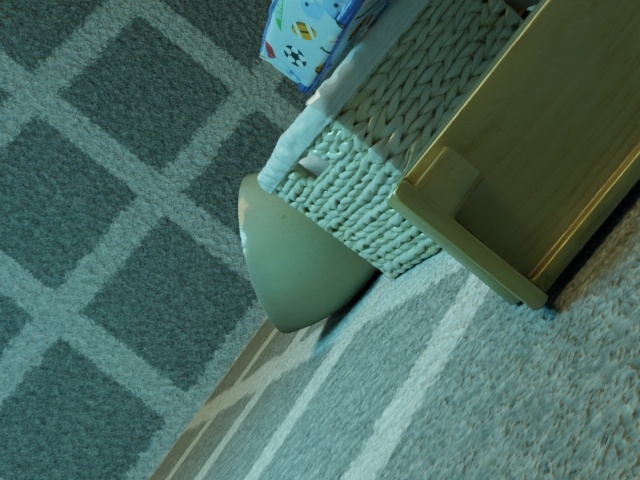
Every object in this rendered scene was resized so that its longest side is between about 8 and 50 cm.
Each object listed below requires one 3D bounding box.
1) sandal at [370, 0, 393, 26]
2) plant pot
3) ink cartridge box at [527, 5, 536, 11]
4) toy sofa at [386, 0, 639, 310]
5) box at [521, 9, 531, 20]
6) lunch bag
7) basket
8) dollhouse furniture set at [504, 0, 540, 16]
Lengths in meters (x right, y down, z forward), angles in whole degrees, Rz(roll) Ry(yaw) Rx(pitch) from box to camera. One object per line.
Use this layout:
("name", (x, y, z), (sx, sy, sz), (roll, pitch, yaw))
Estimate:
("sandal", (0.250, -0.387, 1.591), (0.445, 0.107, 0.167), (-18, 6, -22))
("plant pot", (0.000, 0.000, 1.628), (0.190, 0.284, 0.284), (-14, 14, 13))
("ink cartridge box", (0.321, -0.500, 2.086), (0.197, 0.270, 0.198), (-50, 4, 9))
("toy sofa", (0.221, -0.128, 0.781), (0.363, 0.150, 0.177), (-51, -1, 5))
("box", (0.258, -0.235, 1.703), (0.395, 0.097, 0.318), (-50, 6, 14))
("lunch bag", (0.043, -0.341, 1.233), (0.243, 0.115, 0.303), (-50, 3, -25))
("basket", (0.129, -0.168, 1.350), (0.331, 0.266, 0.328), (-54, 5, -22))
("dollhouse furniture set", (0.354, -0.414, 1.360), (0.303, 0.174, 0.355), (-52, 30, -19))
